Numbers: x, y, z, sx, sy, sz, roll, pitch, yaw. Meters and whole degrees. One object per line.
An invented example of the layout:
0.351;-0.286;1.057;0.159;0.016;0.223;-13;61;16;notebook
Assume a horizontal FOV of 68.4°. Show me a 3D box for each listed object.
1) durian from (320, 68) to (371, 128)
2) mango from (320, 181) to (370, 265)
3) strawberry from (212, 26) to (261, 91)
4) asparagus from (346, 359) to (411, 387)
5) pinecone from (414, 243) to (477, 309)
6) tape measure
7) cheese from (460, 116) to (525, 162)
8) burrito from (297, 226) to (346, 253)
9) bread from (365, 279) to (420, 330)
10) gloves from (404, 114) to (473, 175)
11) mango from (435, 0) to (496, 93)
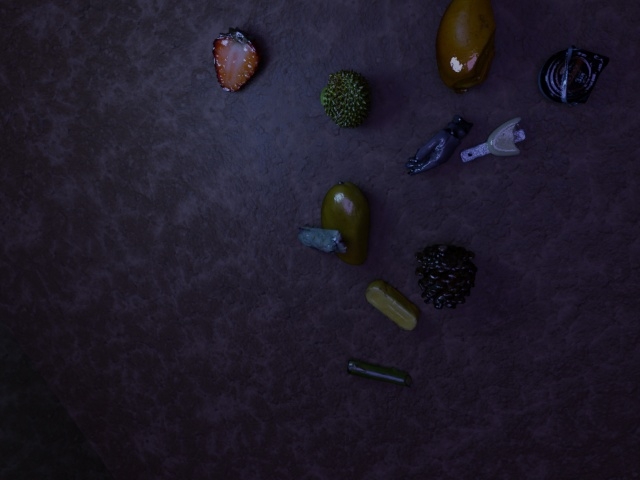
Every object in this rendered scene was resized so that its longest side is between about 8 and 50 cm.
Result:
0.096;-0.503;1.693;0.177;0.237;0.200;15;89;4;durian
0.094;-0.067;1.827;0.195;0.142;0.331;12;114;24;mango
-0.320;-0.698;1.819;0.190;0.111;0.236;25;130;-4;strawberry
0.244;0.556;1.967;0.278;0.060;0.067;8;93;10;asparagus
0.465;0.129;1.750;0.224;0.224;0.272;-9;119;14;pinecone
0.831;-0.551;1.577;0.181;0.107;0.182;26;106;3;tape measure
0.621;-0.345;1.696;0.235;0.050;0.127;-19;98;15;cheese
-0.002;-0.002;1.817;0.066;0.309;0.096;-24;108;-27;burrito
0.288;0.259;1.880;0.246;0.094;0.102;38;116;4;bread
0.425;-0.339;1.705;0.285;0.142;0.119;-39;63;18;gloves
0.497;-0.686;1.586;0.199;0.201;0.349;0;94;-17;mango
